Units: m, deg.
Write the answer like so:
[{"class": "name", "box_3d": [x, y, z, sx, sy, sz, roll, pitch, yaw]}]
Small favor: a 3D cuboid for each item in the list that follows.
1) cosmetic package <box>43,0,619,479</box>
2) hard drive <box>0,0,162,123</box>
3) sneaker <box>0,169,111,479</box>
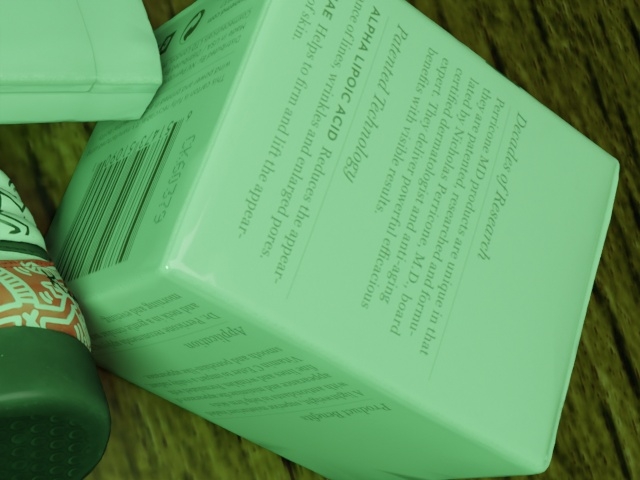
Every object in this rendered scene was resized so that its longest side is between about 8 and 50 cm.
[{"class": "cosmetic package", "box_3d": [0.000, 0.000, 0.515, 0.183, 0.151, 0.151, 31, 64, -26]}, {"class": "hard drive", "box_3d": [-0.226, -0.129, 0.422, 0.307, 0.040, 0.203, -5, 63, -35]}, {"class": "sneaker", "box_3d": [-0.214, 0.031, 0.391, 0.270, 0.090, 0.145, -4, 44, -26]}]
